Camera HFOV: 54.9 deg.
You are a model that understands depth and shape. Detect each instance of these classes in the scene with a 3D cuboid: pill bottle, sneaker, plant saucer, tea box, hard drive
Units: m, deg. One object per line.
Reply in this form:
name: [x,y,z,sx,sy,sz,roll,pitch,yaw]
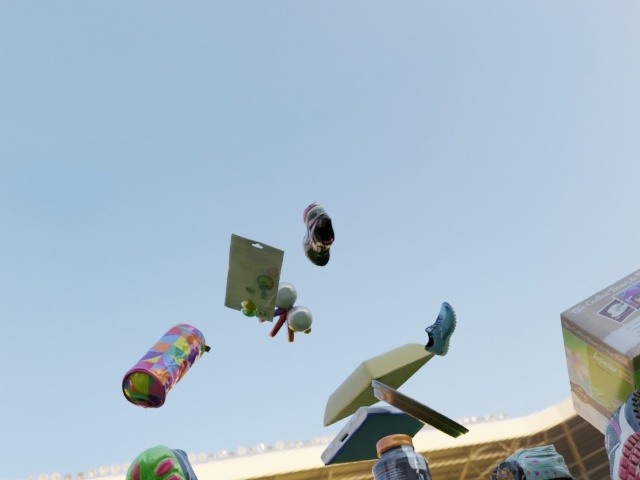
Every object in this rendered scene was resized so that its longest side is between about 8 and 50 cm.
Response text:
pill bottle: [0.188,0.557,1.354,0.131,0.245,0.130,-6,-42,-6]
sneaker: [-0.295,0.696,1.388,0.185,0.482,0.202,-13,-8,10]
sneaker: [0.337,0.253,1.756,0.073,0.063,0.162,9,-81,-13]
plant saucer: [0.181,0.455,2.016,0.333,0.081,0.332,-10,-33,-42]
tea box: [0.767,0.261,1.414,0.329,0.220,0.323,-27,-63,-12]
hard drive: [0.170,0.561,1.783,0.319,0.040,0.210,15,-62,-45]
sneaker: [0.000,0.000,1.475,0.072,0.077,0.178,-27,-46,-19]
plant saucer: [0.253,0.444,1.607,0.278,0.278,0.041,37,-104,-43]
sneaker: [0.570,0.398,1.106,0.299,0.121,0.112,-34,-24,-55]

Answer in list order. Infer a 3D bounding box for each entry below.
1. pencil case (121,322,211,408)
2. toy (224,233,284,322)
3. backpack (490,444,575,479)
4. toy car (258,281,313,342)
pencil case: [-0.321,0.261,1.296,0.105,0.236,0.104,4,-74,13]
toy: [-0.161,0.088,1.535,0.137,0.056,0.237,18,-57,8]
backpack: [0.506,0.559,1.463,0.182,0.115,0.152,-4,-36,-19]
toy car: [-0.111,0.211,1.778,0.136,0.182,0.159,-32,-5,-10]
